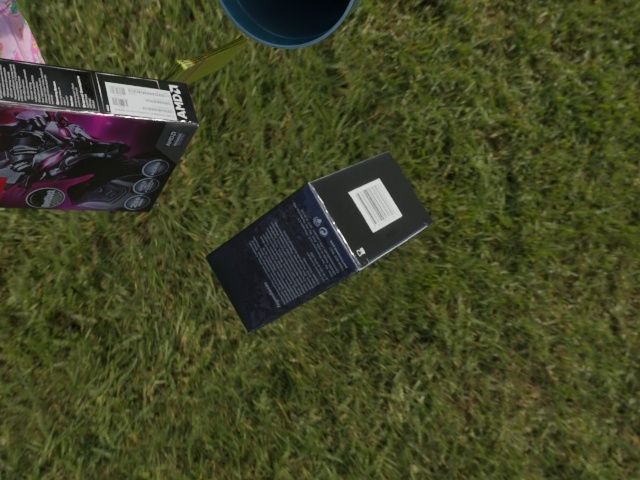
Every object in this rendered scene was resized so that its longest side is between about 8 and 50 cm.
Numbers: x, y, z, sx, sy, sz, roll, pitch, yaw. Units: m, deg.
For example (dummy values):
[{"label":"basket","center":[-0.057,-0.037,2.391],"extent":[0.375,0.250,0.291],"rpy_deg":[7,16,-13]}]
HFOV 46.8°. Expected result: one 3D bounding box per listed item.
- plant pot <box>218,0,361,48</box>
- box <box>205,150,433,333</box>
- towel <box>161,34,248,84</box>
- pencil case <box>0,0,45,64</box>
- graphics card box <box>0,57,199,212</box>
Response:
[{"label":"plant pot","center":[-0.020,-0.501,1.305],"extent":[0.271,0.255,0.272],"rpy_deg":[10,118,18]},{"label":"box","center":[0.000,0.000,0.736],"extent":[0.156,0.158,0.093],"rpy_deg":[-27,85,-53]},{"label":"towel","center":[-0.225,-0.327,1.386],"extent":[0.102,0.237,0.021],"rpy_deg":[-33,98,35]},{"label":"pencil case","center":[-0.624,-0.362,1.534],"extent":[0.124,0.124,0.284],"rpy_deg":[-26,130,-10]},{"label":"graphics card box","center":[-0.389,-0.142,1.065],"extent":[0.370,0.233,0.094],"rpy_deg":[0,57,-36]}]
